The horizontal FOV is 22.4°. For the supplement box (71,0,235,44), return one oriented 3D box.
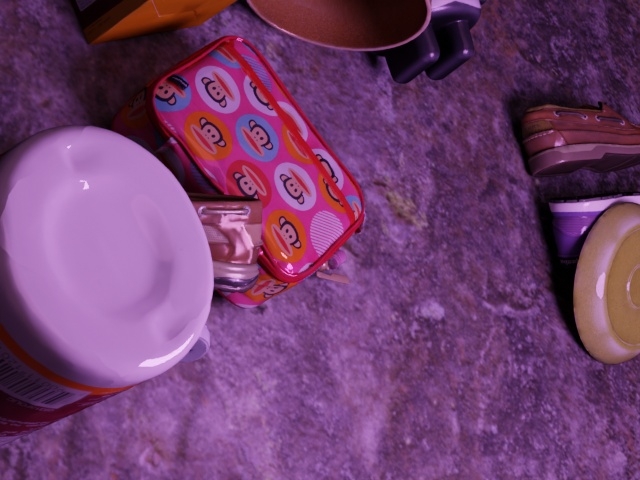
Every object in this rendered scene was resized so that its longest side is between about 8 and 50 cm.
[{"bbox_3d":[-0.206,-0.357,1.920,0.191,0.129,0.194,-19,85,-47],"label":"supplement box"}]

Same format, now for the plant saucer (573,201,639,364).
[{"bbox_3d":[0.453,0.065,2.358,0.241,0.037,0.241,-10,104,-45],"label":"plant saucer"}]

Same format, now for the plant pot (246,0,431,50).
[{"bbox_3d":[0.038,-0.409,2.045,0.237,0.237,0.254,26,63,-34],"label":"plant pot"}]

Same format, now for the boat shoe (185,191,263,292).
[{"bbox_3d":[-0.208,-0.032,1.719,0.324,0.122,0.120,13,95,-27],"label":"boat shoe"}]

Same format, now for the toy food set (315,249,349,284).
[{"bbox_3d":[0.000,0.000,2.032,0.078,0.019,0.122,15,53,-40],"label":"toy food set"}]

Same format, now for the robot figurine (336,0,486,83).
[{"bbox_3d":[0.117,-0.357,2.212,0.209,0.174,0.278,12,60,-67],"label":"robot figurine"}]

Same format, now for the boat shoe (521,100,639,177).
[{"bbox_3d":[0.426,-0.164,2.461,0.307,0.111,0.104,-4,75,-46],"label":"boat shoe"}]

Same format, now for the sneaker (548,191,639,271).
[{"bbox_3d":[0.437,-0.009,2.427,0.283,0.107,0.124,-6,94,-45],"label":"sneaker"}]

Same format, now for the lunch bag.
[{"bbox_3d":[-0.084,-0.089,1.919,0.293,0.120,0.258,53,40,-5],"label":"lunch bag"}]

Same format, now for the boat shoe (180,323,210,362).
[{"bbox_3d":[-0.218,0.067,1.752,0.226,0.083,0.075,30,34,-40],"label":"boat shoe"}]

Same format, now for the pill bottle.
[{"bbox_3d":[-0.296,0.068,1.428,0.224,0.392,0.224,21,58,-37],"label":"pill bottle"}]
